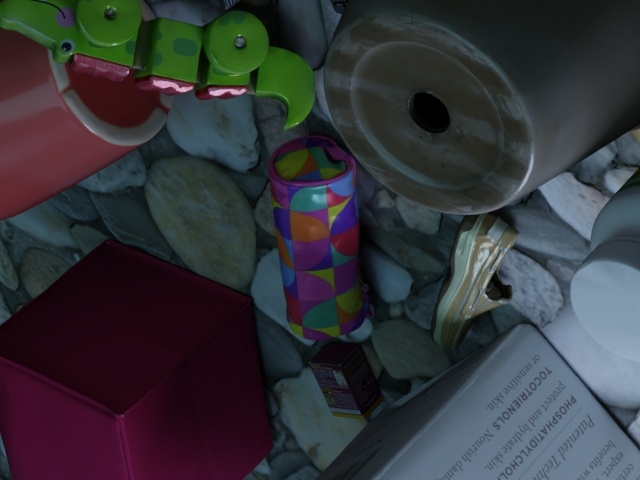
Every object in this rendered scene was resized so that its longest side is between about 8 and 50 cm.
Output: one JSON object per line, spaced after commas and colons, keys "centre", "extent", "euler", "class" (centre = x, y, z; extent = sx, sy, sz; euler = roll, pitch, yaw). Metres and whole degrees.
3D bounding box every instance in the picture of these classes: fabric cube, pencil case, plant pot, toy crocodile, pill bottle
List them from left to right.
{"centre": [-0.315, -0.175, 1.892], "extent": [0.243, 0.275, 0.275], "euler": [-14, 113, 37], "class": "plant pot"}
{"centre": [-0.243, 0.200, 2.139], "extent": [0.254, 0.259, 0.258], "euler": [23, 136, 31], "class": "fabric cube"}
{"centre": [-0.165, -0.193, 1.730], "extent": [0.340, 0.105, 0.115], "euler": [11, 176, -17], "class": "toy crocodile"}
{"centre": [0.000, 0.000, 1.859], "extent": [0.104, 0.104, 0.236], "euler": [22, 138, 30], "class": "pencil case"}
{"centre": [0.151, -0.177, 1.378], "extent": [0.323, 0.280, 0.323], "euler": [23, 138, 23], "class": "plant pot"}
{"centre": [0.313, -0.009, 1.415], "extent": [0.136, 0.245, 0.136], "euler": [26, 138, 26], "class": "pill bottle"}

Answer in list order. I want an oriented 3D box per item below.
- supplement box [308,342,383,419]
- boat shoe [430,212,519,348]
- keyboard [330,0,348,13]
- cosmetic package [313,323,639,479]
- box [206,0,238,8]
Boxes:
{"centre": [0.031, 0.168, 2.019], "extent": [0.055, 0.043, 0.083], "euler": [3, 125, 43], "class": "supplement box"}
{"centre": [0.166, 0.052, 1.769], "extent": [0.072, 0.068, 0.190], "euler": [23, 137, 12], "class": "boat shoe"}
{"centre": [0.064, -0.266, 1.616], "extent": [0.180, 0.023, 0.108], "euler": [2, 124, 42], "class": "keyboard"}
{"centre": [0.178, 0.373, 1.824], "extent": [0.394, 0.327, 0.329], "euler": [49, 143, -1], "class": "cosmetic package"}
{"centre": [-0.177, -0.375, 1.657], "extent": [0.216, 0.060, 0.270], "euler": [28, 149, 44], "class": "box"}
